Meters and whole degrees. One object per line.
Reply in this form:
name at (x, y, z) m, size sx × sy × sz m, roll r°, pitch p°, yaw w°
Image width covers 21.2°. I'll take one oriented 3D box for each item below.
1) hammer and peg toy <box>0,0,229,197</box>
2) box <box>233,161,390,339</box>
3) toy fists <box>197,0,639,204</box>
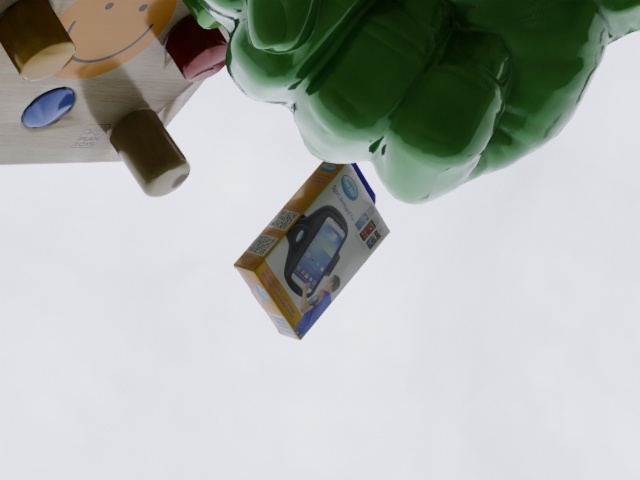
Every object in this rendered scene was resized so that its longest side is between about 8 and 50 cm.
hammer and peg toy at (-0.104, -0.134, 1.087) m, size 0.266 × 0.361 × 0.127 m, roll -47°, pitch -113°, yaw 28°
box at (0.000, 0.000, 1.309) m, size 0.028 × 0.081 × 0.136 m, roll 18°, pitch -121°, yaw 46°
toy fists at (-0.005, -0.143, 0.572) m, size 0.142 × 0.096 × 0.279 m, roll -32°, pitch -79°, yaw 6°
